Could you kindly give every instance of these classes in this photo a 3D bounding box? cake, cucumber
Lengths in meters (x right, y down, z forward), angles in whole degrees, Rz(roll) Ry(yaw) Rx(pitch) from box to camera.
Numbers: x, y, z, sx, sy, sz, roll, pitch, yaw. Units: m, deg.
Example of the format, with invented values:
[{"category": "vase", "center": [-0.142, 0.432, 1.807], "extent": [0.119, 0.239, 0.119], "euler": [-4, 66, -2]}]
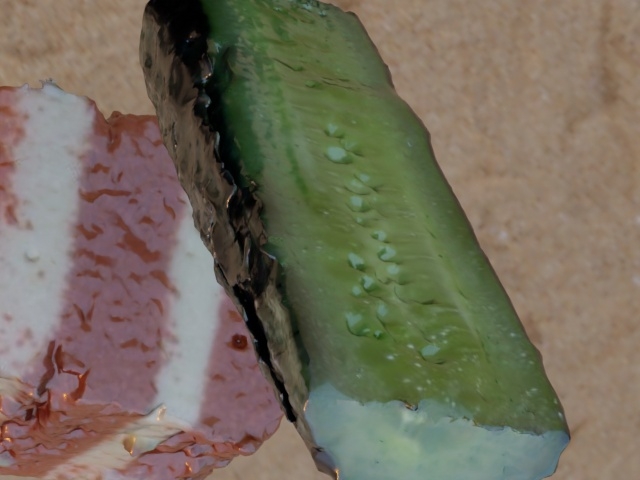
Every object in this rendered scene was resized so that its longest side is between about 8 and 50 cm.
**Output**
[{"category": "cake", "center": [-0.201, 0.056, 1.490], "extent": [0.319, 0.270, 0.269], "euler": [19, 152, -22]}, {"category": "cucumber", "center": [-0.002, 0.002, 0.504], "extent": [0.078, 0.211, 0.062], "euler": [9, 125, -23]}]
